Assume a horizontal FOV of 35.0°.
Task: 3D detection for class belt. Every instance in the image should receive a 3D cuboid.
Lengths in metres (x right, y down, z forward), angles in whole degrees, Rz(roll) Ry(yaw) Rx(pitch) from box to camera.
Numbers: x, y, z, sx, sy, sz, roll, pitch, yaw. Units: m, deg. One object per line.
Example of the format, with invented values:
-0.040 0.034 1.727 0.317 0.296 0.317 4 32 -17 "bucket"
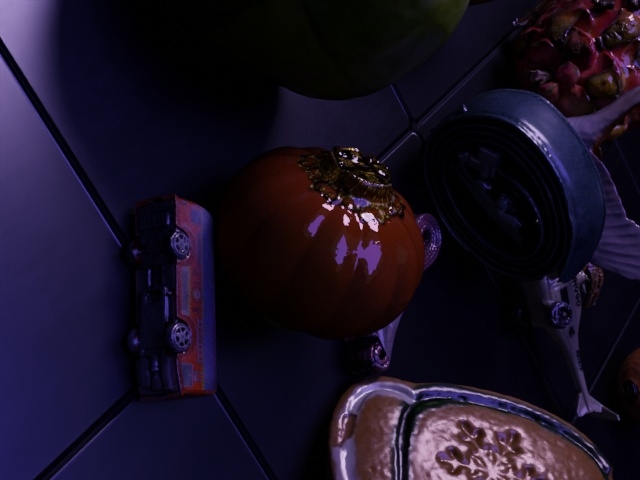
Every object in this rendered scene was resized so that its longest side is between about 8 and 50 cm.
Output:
0.083 0.056 1.206 0.071 0.053 0.232 52 46 -30 "belt"
0.253 -0.064 1.297 0.116 0.206 0.267 -38 97 -39 "belt"

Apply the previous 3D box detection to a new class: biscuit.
0.168 0.279 1.082 0.343 0.057 0.287 15 45 -8 "biscuit"

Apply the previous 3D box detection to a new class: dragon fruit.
0.420 -0.258 1.509 0.269 0.250 0.291 45 65 -19 "dragon fruit"

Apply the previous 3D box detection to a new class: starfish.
0.384 0.030 1.520 0.190 0.074 0.146 -7 78 -49 "starfish"

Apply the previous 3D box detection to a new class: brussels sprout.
-0.018 -0.318 1.041 0.281 0.289 0.355 1 65 -60 "brussels sprout"

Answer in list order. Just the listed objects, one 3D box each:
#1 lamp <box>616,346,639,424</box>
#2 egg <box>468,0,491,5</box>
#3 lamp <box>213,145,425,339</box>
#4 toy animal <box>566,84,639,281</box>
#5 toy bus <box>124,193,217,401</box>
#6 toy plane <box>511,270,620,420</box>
0.523 0.226 1.560 0.136 0.136 0.136 16 68 -43 "lamp"
0.167 -0.441 1.286 0.322 0.250 0.250 30 58 -49 "egg"
0.000 0.000 1.028 0.223 0.196 0.223 23 29 -14 "lamp"
0.369 -0.135 1.355 0.302 0.284 0.225 22 28 -8 "toy animal"
-0.139 0.056 0.967 0.077 0.065 0.192 17 67 -55 "toy bus"
0.341 0.123 1.410 0.108 0.092 0.286 -18 95 -27 "toy plane"
